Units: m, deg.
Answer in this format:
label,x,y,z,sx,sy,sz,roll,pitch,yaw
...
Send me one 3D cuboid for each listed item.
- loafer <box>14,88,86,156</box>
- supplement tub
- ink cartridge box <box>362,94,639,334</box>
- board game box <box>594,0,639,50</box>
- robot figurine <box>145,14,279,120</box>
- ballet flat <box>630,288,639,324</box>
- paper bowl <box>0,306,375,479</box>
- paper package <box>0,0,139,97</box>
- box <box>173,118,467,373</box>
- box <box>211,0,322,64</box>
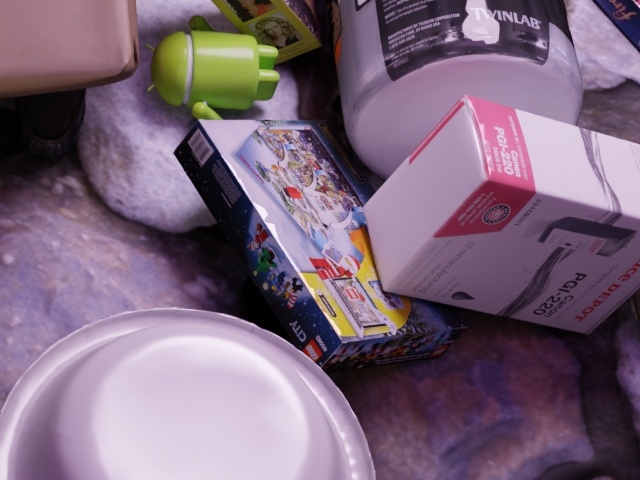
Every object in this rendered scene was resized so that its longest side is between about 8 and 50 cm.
label,x,y,z,sx,sy,sz,roll,pitch,yaw
loafer,-0.226,-0.149,1.610,0.062,0.061,0.170,7,55,-11
supplement tub,0.106,-0.229,1.664,0.207,0.207,0.338,2,55,-13
ink cartridge box,0.170,-0.015,1.523,0.218,0.158,0.092,11,49,-31
board game box,0.399,-0.249,1.857,0.243,0.042,0.165,-25,65,-28
robot figurine,-0.095,-0.149,1.640,0.115,0.067,0.101,1,67,-13
ballet flat,0.309,-0.014,1.666,0.084,0.058,0.250,38,52,-32
paper bowl,-0.101,0.176,1.364,0.284,0.148,0.284,7,55,-11
paper package,-0.314,-0.261,1.482,0.324,0.168,0.309,-4,94,-2
box,0.000,0.000,1.537,0.159,0.044,0.233,-3,52,-48
box,-0.078,-0.252,1.628,0.058,0.232,0.087,-21,55,21
